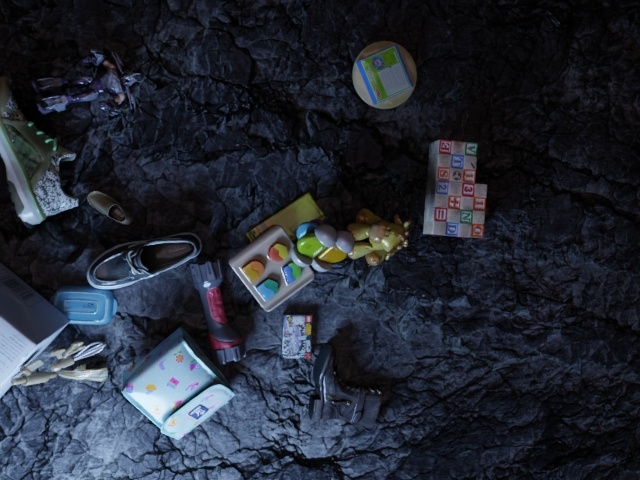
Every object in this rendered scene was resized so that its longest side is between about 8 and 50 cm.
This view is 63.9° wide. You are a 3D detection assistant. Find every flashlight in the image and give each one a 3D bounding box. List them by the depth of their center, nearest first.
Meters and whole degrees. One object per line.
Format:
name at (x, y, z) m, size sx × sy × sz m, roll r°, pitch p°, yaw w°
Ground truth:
flashlight at (-0.298, 0.207, 1.519) m, size 0.103 × 0.103 × 0.304 m, roll -12°, pitch 93°, yaw -35°

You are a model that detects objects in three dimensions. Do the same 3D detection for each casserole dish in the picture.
casserole dish at (-0.689, 0.189, 1.485) m, size 0.188 × 0.037 × 0.114 m, roll 4°, pitch 91°, yaw -10°

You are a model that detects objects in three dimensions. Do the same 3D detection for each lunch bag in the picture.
lunch bag at (-0.402, 0.425, 1.479) m, size 0.223 × 0.160 × 0.262 m, roll -38°, pitch 108°, yaw -10°

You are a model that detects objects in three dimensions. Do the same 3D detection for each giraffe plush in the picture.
giraffe plush at (0.192, -0.009, 1.556) m, size 0.210 × 0.170 × 0.181 m, roll 2°, pitch 91°, yaw -9°

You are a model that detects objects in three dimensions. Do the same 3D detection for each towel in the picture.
towel at (-0.106, -0.044, 1.582) m, size 0.237 × 0.021 × 0.102 m, roll -35°, pitch 97°, yaw -7°

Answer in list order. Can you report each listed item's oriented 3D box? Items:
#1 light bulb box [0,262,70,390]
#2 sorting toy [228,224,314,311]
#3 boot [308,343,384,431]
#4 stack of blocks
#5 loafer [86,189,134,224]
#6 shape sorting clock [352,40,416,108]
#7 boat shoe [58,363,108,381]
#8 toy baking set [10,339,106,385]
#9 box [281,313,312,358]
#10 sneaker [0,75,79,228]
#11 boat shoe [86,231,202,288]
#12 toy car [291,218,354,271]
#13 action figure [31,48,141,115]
light bulb box at (-0.944, 0.255, 1.333) m, size 0.358 × 0.225 × 0.361 m, roll 43°, pitch 92°, yaw -8°
sorting toy at (-0.143, 0.087, 1.555) m, size 0.193 × 0.038 × 0.208 m, roll -36°, pitch 107°, yaw -7°
boot at (0.090, 0.460, 1.603) m, size 0.229 × 0.091 × 0.263 m, roll 9°, pitch 94°, yaw -15°
stack of blocks at (0.432, -0.161, 1.634) m, size 0.171 × 0.087 × 0.297 m, roll 4°, pitch 91°, yaw -9°
loafer at (-0.609, -0.098, 1.484) m, size 0.148 × 0.050 × 0.056 m, roll 32°, pitch 86°, yaw -9°
shape sorting clock at (0.201, -0.519, 1.611) m, size 0.206 × 0.040 × 0.206 m, roll -1°, pitch 95°, yaw -11°
boat shoe at (-0.685, 0.380, 1.487) m, size 0.135 × 0.050 × 0.045 m, roll 8°, pitch 78°, yaw -12°
toy baking set at (-0.691, 0.329, 1.384) m, size 0.196 × 0.256 × 0.030 m, roll -31°, pitch 78°, yaw -1°
box at (-0.073, 0.296, 1.592) m, size 0.094 × 0.027 × 0.137 m, roll 1°, pitch 91°, yaw -10°
sneaker at (-0.782, -0.250, 1.423) m, size 0.182 × 0.158 × 0.410 m, roll -15°, pitch 99°, yaw -22°
boat shoe at (-0.509, 0.049, 1.468) m, size 0.335 × 0.119 × 0.121 m, roll -22°, pitch 95°, yaw -8°
toy car at (0.000, 0.000, 1.541) m, size 0.182 × 0.159 × 0.136 m, roll 17°, pitch 44°, yaw -42°
action figure at (-0.648, -0.432, 1.449) m, size 0.285 × 0.099 × 0.185 m, roll -19°, pitch 87°, yaw -12°
